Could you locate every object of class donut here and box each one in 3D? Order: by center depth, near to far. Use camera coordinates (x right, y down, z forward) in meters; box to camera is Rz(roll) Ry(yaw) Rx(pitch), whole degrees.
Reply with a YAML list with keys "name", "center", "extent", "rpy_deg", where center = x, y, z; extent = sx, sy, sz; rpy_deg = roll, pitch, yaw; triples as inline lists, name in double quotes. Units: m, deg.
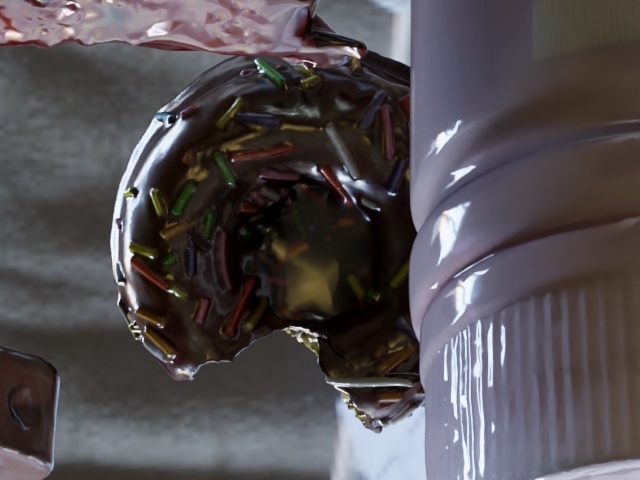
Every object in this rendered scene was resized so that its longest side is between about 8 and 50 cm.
- name: "donut"
  center: [-0.001, -0.001, 1.108]
  extent: [0.216, 0.230, 0.096]
  rpy_deg: [-59, 2, 9]

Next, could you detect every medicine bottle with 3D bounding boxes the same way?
- name: "medicine bottle"
  center: [0.086, -0.044, 0.490]
  extent: [0.133, 0.133, 0.249]
  rpy_deg: [-37, 43, 53]

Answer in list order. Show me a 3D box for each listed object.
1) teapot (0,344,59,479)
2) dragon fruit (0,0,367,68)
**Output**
- name: "teapot"
  center: [-0.316, 0.076, 0.863]
  extent: [0.376, 0.362, 0.305]
  rpy_deg: [-14, 66, 36]
- name: "dragon fruit"
  center: [-0.120, -0.170, 0.581]
  extent: [0.343, 0.282, 0.100]
  rpy_deg: [96, 170, -62]
